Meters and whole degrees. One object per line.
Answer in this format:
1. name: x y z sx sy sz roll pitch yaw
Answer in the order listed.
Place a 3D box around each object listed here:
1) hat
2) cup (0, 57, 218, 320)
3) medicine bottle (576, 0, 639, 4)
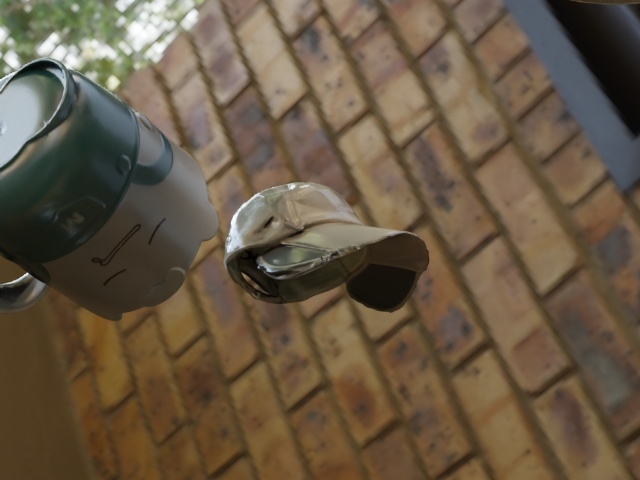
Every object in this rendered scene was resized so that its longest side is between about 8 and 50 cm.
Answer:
1. hat: 0.006 0.003 1.896 0.232 0.275 0.161 13 -101 -48
2. cup: -0.296 -0.038 1.613 0.257 0.290 0.219 40 -168 -47
3. medicine bottle: 0.229 -0.372 1.102 0.256 0.325 0.256 9 -140 -8
